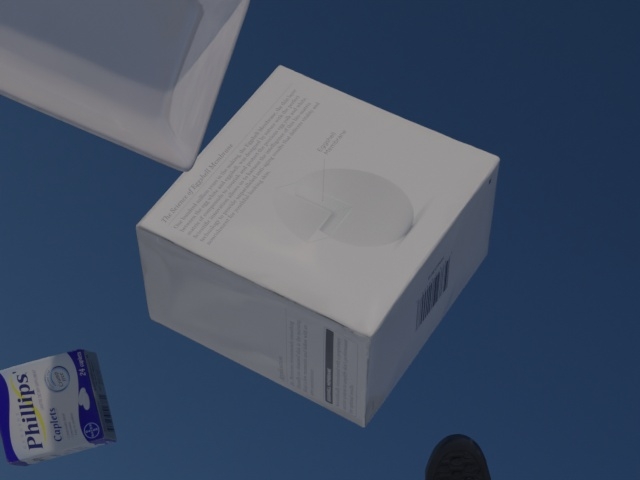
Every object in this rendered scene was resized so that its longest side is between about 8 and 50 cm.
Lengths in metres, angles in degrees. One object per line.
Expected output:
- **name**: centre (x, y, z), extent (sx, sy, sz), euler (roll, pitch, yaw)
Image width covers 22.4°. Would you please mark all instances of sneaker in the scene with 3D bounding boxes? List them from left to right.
- **sneaker**: centre (0.135, 0.273, 1.547), extent (0.082, 0.069, 0.209), euler (-86, 167, -71)

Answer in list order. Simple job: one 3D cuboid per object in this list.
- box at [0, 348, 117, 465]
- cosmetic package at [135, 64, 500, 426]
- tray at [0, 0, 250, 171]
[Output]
- **box**: centre (-0.355, 0.222, 2.137), extent (0.072, 0.137, 0.126), euler (46, 28, -79)
- **cosmetic package**: centre (0.000, 0.000, 1.382), extent (0.225, 0.224, 0.138), euler (26, -35, 19)
- **tray**: centre (-0.167, -0.154, 1.041), extent (0.270, 0.145, 0.030), euler (23, -6, -42)
